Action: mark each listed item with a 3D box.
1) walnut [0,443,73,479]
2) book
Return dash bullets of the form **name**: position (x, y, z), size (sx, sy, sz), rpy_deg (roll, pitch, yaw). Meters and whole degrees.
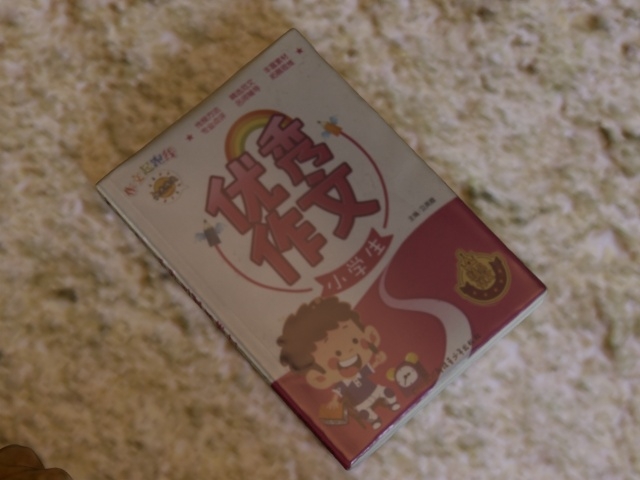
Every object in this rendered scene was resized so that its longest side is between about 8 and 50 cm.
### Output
- **walnut**: position (-0.206, 0.175, 0.868), size (0.170, 0.069, 0.143), rpy_deg (-12, 30, -1)
- **book**: position (0.000, 0.000, 0.972), size (0.162, 0.022, 0.232), rpy_deg (-39, 77, -14)
